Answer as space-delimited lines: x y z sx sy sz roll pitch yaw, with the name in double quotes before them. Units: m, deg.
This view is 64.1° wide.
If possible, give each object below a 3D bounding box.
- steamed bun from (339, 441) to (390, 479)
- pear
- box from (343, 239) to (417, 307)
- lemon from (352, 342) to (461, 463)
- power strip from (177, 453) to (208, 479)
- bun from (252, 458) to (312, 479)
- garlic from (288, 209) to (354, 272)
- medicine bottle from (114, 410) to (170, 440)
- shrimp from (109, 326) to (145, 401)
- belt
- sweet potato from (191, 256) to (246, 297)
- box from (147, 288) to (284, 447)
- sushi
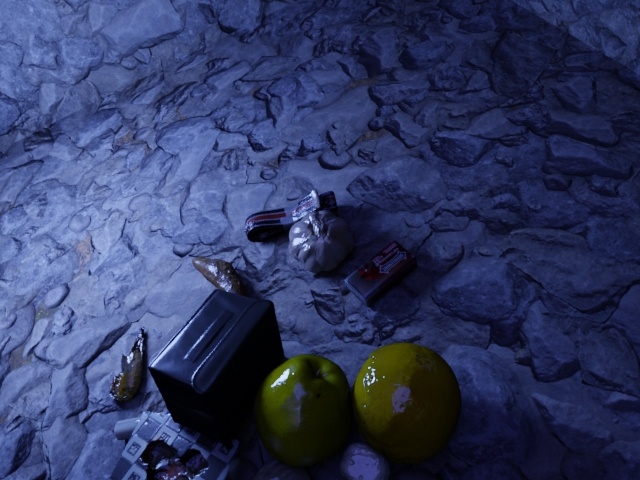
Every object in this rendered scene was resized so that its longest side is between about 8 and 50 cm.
"steamed bun" 0.121 0.592 1.336 0.130 0.090 0.112 19 67 24
"pear" -0.045 0.457 1.370 0.295 0.294 0.294 -8 54 11
"box" 0.199 0.107 1.678 0.224 0.069 0.120 -36 53 -12
"lemon" 0.219 0.412 1.321 0.298 0.297 0.296 -8 54 11
"power strip" -0.378 0.677 1.455 0.137 0.044 0.216 24 64 29
"bun" -0.113 0.659 1.353 0.184 0.102 0.183 -8 51 10
"garlic" 0.000 -0.004 1.750 0.228 0.152 0.227 0 77 2
"medicine bottle" -0.511 0.562 1.567 0.231 0.059 0.059 -13 53 8
"shrimp" -0.651 0.408 1.717 0.118 0.066 0.261 -13 51 7
"belt" -0.108 -0.085 1.881 0.360 0.126 0.094 -17 59 11
"sweet potato" -0.348 0.132 1.807 0.114 0.092 0.341 -49 54 1
"box" -0.285 0.355 1.479 0.205 0.251 0.345 11 41 24
"sushi" -0.408 0.659 1.416 0.340 0.068 0.319 3 47 18
